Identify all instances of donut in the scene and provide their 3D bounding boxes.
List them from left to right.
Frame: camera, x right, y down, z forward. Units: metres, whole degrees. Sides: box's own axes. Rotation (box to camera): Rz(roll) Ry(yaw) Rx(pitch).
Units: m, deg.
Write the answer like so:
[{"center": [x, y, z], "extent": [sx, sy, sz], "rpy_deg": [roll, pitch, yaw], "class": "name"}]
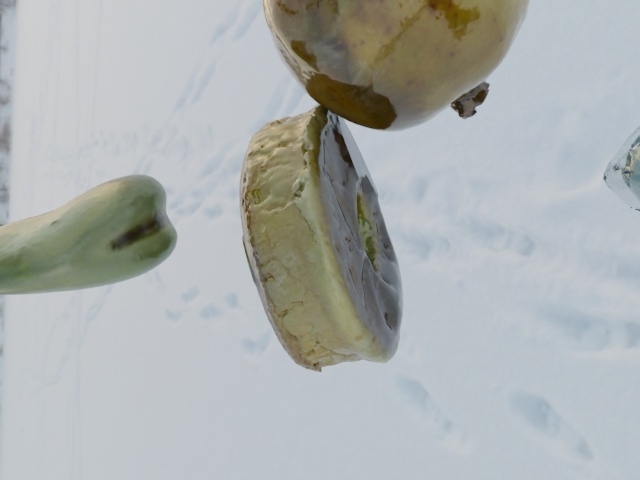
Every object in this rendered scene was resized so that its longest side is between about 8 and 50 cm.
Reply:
[{"center": [0.000, 0.000, 0.895], "extent": [0.160, 0.330, 0.330], "rpy_deg": [-13, 71, 22], "class": "donut"}]

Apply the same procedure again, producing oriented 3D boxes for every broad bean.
[{"center": [-0.310, 0.011, 0.874], "extent": [0.189, 0.263, 0.121], "rpy_deg": [-97, -13, -72], "class": "broad bean"}]

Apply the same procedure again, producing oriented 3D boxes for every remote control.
[{"center": [0.255, -0.070, 0.509], "extent": [0.052, 0.247, 0.104], "rpy_deg": [42, 104, 11], "class": "remote control"}]

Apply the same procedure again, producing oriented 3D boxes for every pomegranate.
[{"center": [0.076, -0.264, 0.765], "extent": [0.307, 0.307, 0.307], "rpy_deg": [-177, 90, -66], "class": "pomegranate"}]
